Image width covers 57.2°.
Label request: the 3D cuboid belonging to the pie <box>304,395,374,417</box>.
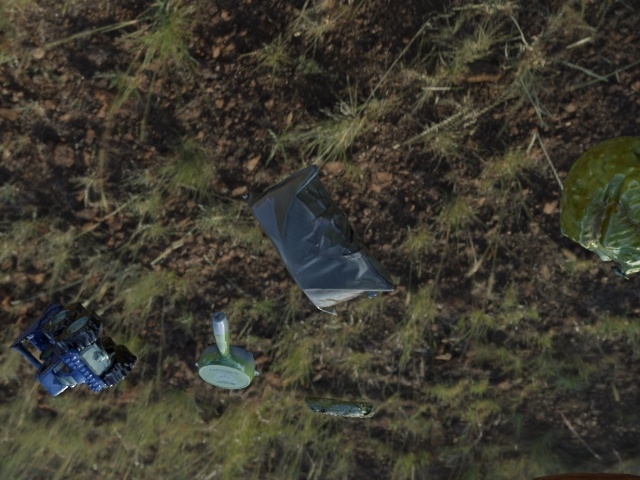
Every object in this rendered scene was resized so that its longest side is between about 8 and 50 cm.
[{"bbox_3d":[0.021,0.193,0.677,0.084,0.020,0.084,7,166,2],"label":"pie"}]

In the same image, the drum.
[{"bbox_3d":[-0.206,0.214,1.149,0.130,0.049,0.253,-2,140,15],"label":"drum"}]

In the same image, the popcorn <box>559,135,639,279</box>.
[{"bbox_3d":[0.417,-0.034,0.780,0.198,0.198,0.212,-6,153,19],"label":"popcorn"}]

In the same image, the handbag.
[{"bbox_3d":[0.000,0.000,0.983,0.182,0.117,0.270,-27,102,46],"label":"handbag"}]

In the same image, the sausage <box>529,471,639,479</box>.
[{"bbox_3d":[0.357,0.361,0.745,0.258,0.133,0.133,-2,133,4],"label":"sausage"}]

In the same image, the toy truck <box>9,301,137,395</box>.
[{"bbox_3d":[-0.401,0.179,0.938,0.208,0.126,0.113,6,134,52],"label":"toy truck"}]
